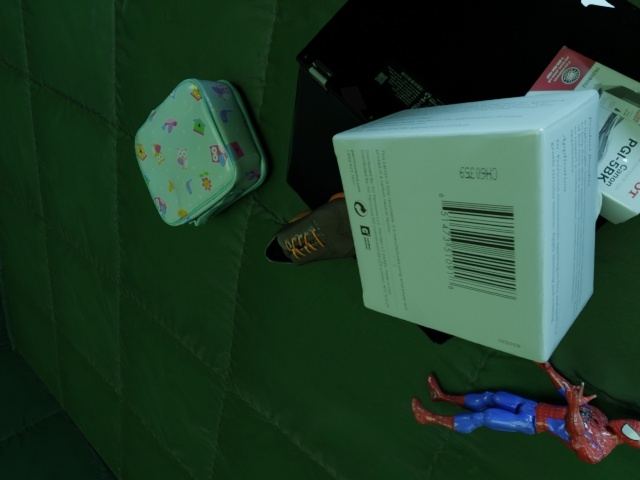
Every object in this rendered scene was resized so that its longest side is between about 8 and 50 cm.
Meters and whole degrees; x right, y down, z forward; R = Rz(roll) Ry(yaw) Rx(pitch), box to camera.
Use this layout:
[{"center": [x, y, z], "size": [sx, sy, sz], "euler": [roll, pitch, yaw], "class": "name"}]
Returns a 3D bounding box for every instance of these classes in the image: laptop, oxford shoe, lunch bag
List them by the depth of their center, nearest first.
[{"center": [0.165, -0.121, 0.575], "size": [0.408, 0.236, 0.382], "euler": [-45, 74, 10], "class": "laptop"}, {"center": [0.000, 0.000, 0.642], "size": [0.096, 0.098, 0.271], "euler": [59, 152, -7], "class": "oxford shoe"}, {"center": [-0.235, -0.154, 0.828], "size": [0.279, 0.108, 0.223], "euler": [-24, 92, 42], "class": "lunch bag"}]

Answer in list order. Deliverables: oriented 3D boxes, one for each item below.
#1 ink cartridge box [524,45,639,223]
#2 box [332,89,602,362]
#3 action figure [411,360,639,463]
[{"center": [0.246, -0.094, 0.390], "size": [0.135, 0.056, 0.099], "euler": [38, 96, 18], "class": "ink cartridge box"}, {"center": [0.127, -0.022, 0.379], "size": [0.182, 0.119, 0.180], "euler": [11, 121, 45], "class": "box"}, {"center": [0.253, 0.198, 0.559], "size": [0.281, 0.091, 0.138], "euler": [-3, 112, 40], "class": "action figure"}]
